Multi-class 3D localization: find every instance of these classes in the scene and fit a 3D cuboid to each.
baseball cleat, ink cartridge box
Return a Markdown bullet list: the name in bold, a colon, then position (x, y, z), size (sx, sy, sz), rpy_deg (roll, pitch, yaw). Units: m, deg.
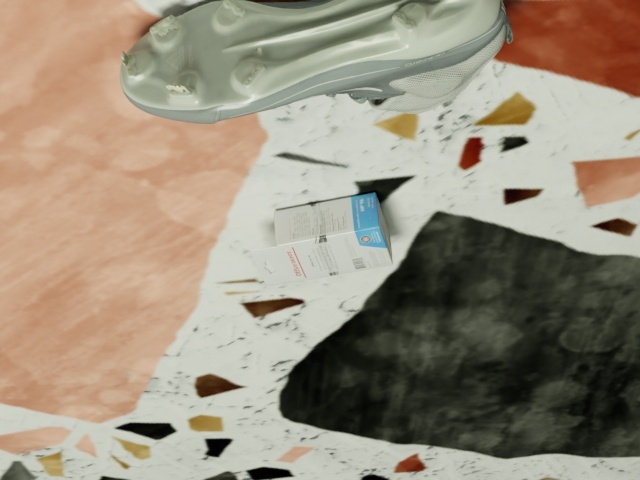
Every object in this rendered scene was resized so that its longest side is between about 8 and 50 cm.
- **baseball cleat**: position (0.001, -0.090, 0.975), size (0.205, 0.072, 0.109), rpy_deg (-10, 154, 15)
- **ink cartridge box**: position (0.000, 0.000, 1.151), size (0.083, 0.028, 0.048), rpy_deg (-10, 147, 8)
